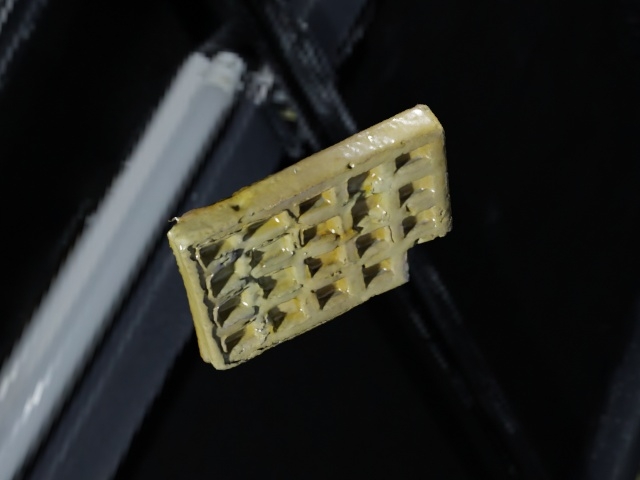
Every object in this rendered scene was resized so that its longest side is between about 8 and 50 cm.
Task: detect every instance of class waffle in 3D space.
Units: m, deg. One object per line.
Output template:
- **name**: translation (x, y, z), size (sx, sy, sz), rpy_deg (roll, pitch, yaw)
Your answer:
- **waffle**: translation (0.000, 0.000, 0.687), size (0.135, 0.021, 0.092), rpy_deg (-25, -47, -16)
